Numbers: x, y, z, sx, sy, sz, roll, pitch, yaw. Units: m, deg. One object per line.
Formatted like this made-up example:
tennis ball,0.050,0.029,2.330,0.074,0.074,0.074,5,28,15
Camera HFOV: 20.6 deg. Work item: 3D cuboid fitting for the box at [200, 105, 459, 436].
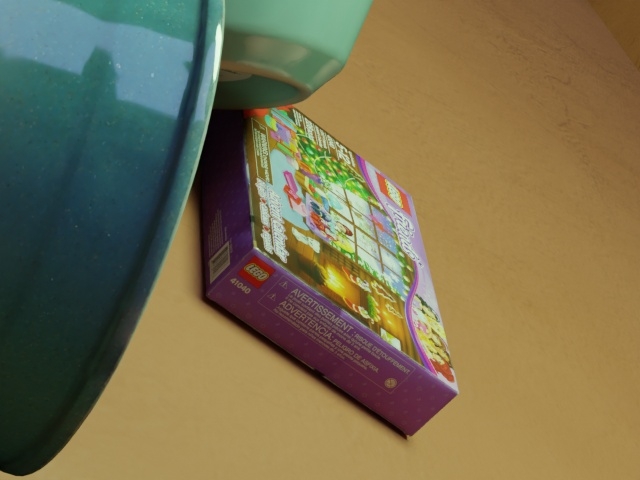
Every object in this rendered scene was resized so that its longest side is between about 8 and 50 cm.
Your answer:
box,0.000,0.000,1.371,0.201,0.057,0.293,36,22,-24

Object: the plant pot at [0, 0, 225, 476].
plant pot,-0.216,-0.058,0.811,0.255,0.272,0.272,21,28,-21

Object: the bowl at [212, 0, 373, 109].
bowl,-0.090,-0.192,1.306,0.311,0.311,0.163,12,81,-56
